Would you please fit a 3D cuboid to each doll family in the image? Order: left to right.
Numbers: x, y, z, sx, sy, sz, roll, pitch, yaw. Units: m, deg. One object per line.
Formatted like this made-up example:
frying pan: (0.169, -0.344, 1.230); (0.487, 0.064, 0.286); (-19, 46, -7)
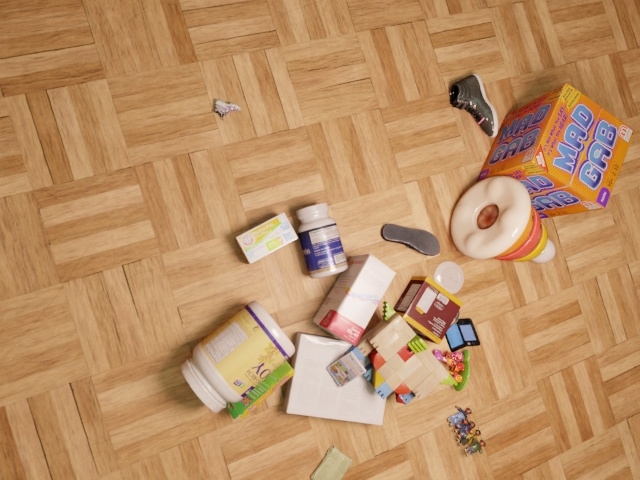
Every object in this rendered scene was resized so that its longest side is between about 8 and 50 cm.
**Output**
doll family: (0.600, 0.773, 1.757); (0.111, 0.076, 0.193); (-24, 89, -10)

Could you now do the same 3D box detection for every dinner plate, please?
dinner plate: (0.546, 0.158, 1.820); (0.141, 0.017, 0.141); (1, 87, -15)

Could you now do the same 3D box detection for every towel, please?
towel: (0.044, 0.869, 1.635); (0.110, 0.027, 0.148); (40, 78, -9)

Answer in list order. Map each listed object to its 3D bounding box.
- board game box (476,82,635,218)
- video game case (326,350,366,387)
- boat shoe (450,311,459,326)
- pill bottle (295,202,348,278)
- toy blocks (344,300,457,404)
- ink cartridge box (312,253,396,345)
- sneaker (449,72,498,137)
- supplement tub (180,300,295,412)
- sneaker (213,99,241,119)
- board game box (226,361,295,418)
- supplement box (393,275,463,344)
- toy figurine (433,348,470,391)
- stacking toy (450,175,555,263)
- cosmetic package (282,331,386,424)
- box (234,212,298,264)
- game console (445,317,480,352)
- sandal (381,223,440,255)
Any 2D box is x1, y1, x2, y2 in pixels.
board game box: (0.953, -0.342, 1.781); (0.356, 0.356, 0.356); (28, 80, -10)
video game case: (0.092, 0.463, 1.546); (0.122, 0.011, 0.087); (-40, 84, 23)
boat shoe: (0.526, 0.331, 1.778); (0.137, 0.049, 0.043); (-48, 134, -12)
pill bottle: (0.000, 0.000, 1.626); (0.153, 0.153, 0.264); (-15, 89, -14)
toy blocks: (0.269, 0.454, 1.571); (0.261, 0.191, 0.381); (-41, 95, -3)
ink cartridge box: (0.121, 0.214, 1.602); (0.131, 0.226, 0.306); (35, 79, -9)
sneaker: (0.652, -0.567, 1.861); (0.147, 0.104, 0.295); (-19, 84, -13)
supplement tub: (-0.282, 0.396, 1.482); (0.331, 0.241, 0.241); (-39, 95, -13)
sneaker: (-0.356, -0.488, 1.637); (0.098, 0.038, 0.069); (13, 84, -3)
board game box: (-0.224, 0.520, 1.549); (0.259, 0.124, 0.039); (-36, 128, -15)
supplement box: (0.421, 0.275, 1.721); (0.191, 0.129, 0.194); (36, 78, -9)
toy figurine: (0.505, 0.497, 1.742); (0.159, 0.130, 0.173); (21, 69, -2)
stacking toy: (0.818, -0.029, 1.797); (0.480, 0.350, 0.350); (22, 80, -30)
cosmetic package: (0.071, 0.520, 1.632); (0.377, 0.097, 0.284); (13, 84, -13)
box: (-0.204, -0.006, 1.601); (0.203, 0.103, 0.114); (-30, 93, -14)
game console: (0.584, 0.393, 1.784); (0.071, 0.107, 0.122); (-22, 92, -43)
sandal: (0.373, -0.007, 1.777); (0.254, 0.054, 0.097); (21, 74, -2)
